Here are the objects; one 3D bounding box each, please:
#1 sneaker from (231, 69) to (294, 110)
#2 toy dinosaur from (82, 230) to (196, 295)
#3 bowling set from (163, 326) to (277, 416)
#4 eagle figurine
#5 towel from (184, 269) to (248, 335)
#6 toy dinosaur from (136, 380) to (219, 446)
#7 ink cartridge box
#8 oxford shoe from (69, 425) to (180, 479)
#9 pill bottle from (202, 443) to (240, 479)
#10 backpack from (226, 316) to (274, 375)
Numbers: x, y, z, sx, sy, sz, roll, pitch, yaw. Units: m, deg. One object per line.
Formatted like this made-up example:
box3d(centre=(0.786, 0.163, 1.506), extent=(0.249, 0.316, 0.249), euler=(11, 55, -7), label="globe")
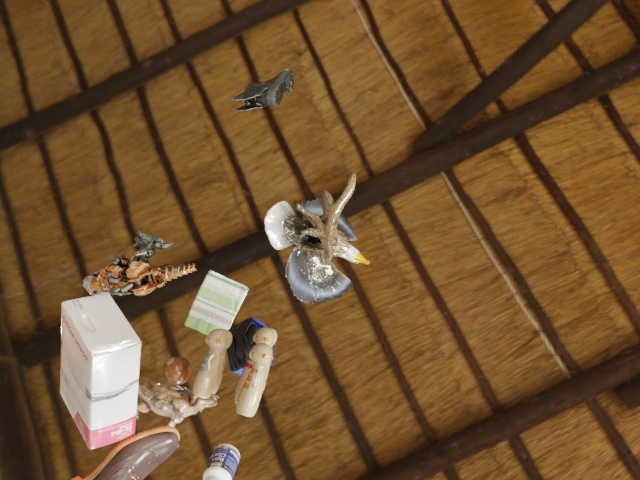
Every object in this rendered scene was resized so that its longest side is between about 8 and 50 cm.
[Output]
box3d(centre=(-0.122, -0.329, 1.466), extent=(0.089, 0.170, 0.051), euler=(3, -54, 17), label="sneaker")
box3d(centre=(-0.503, 0.100, 1.900), extent=(0.322, 0.218, 0.164), euler=(13, -62, 8), label="toy dinosaur")
box3d(centre=(-0.184, 0.218, 1.260), extent=(0.287, 0.200, 0.154), euler=(136, -29, -81), label="bowling set")
box3d(centre=(0.008, 0.008, 1.508), extent=(0.225, 0.226, 0.298), euler=(58, -11, 8), label="eagle figurine")
box3d(centre=(-0.261, 0.164, 1.684), extent=(0.113, 0.023, 0.152), euler=(24, -98, 1), label="towel")
box3d(centre=(-0.454, 0.464, 1.963), extent=(0.127, 0.296, 0.200), euler=(-46, -158, 15), label="toy dinosaur")
box3d(centre=(-0.507, 0.295, 1.536), extent=(0.207, 0.117, 0.283), euler=(41, -50, 40), label="ink cartridge box")
box3d(centre=(-0.365, 0.447, 1.225), extent=(0.098, 0.271, 0.097), euler=(37, -25, 46), label="oxford shoe")
box3d(centre=(-0.322, 0.742, 2.154), extent=(0.094, 0.169, 0.094), euler=(3, -66, 7), label="pill bottle")
box3d(centre=(-0.155, 0.252, 1.531), extent=(0.098, 0.101, 0.120), euler=(-36, -140, 22), label="backpack")
